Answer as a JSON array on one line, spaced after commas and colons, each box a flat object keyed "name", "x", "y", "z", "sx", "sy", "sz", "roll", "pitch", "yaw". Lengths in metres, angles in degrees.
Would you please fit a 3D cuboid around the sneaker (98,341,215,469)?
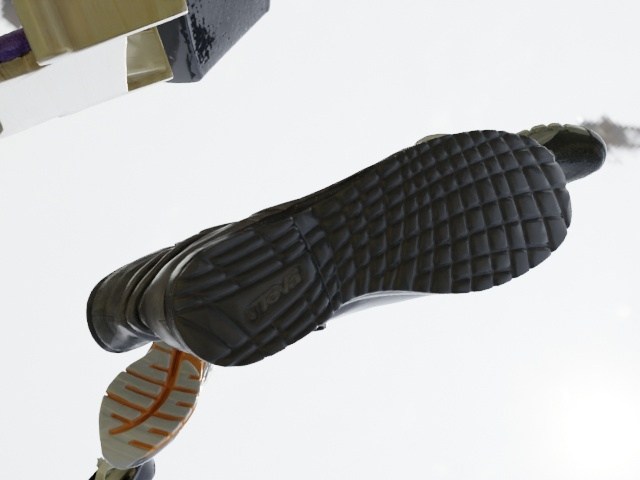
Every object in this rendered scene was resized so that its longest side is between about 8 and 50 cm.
[{"name": "sneaker", "x": -0.148, "y": 0.142, "z": 1.444, "sx": 0.084, "sy": 0.083, "sz": 0.215, "roll": 23, "pitch": -128, "yaw": 10}]

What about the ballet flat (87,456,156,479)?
[{"name": "ballet flat", "x": -0.271, "y": 0.308, "z": 1.775, "sx": 0.074, "sy": 0.074, "sz": 0.203, "roll": -13, "pitch": -158, "yaw": 41}]

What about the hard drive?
[{"name": "hard drive", "x": -0.116, "y": -0.290, "z": 1.496, "sx": 0.054, "sy": 0.254, "sz": 0.172, "roll": 26, "pitch": -123, "yaw": 24}]

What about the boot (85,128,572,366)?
[{"name": "boot", "x": 0.000, "y": 0.000, "z": 1.113, "sx": 0.338, "sy": 0.118, "sz": 0.223, "roll": -14, "pitch": -175, "yaw": -24}]

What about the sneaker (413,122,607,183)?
[{"name": "sneaker", "x": 0.213, "y": -0.064, "z": 1.672, "sx": 0.229, "sy": 0.086, "sz": 0.132, "roll": -5, "pitch": -146, "yaw": 8}]

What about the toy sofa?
[{"name": "toy sofa", "x": -0.221, "y": -0.196, "z": 1.210, "sx": 0.177, "sy": 0.150, "sz": 0.362, "roll": -20, "pitch": -179, "yaw": -7}]
